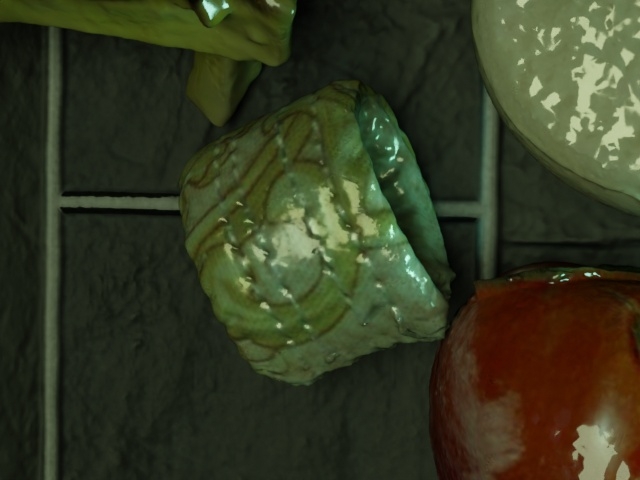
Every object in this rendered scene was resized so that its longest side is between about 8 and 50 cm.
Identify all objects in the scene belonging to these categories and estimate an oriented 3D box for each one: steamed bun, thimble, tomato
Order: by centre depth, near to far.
[{"bbox_3d":[0.238,-0.148,1.211,0.283,0.177,0.283,-2,85,21],"label":"steamed bun"},{"bbox_3d":[0.190,0.152,1.241,0.309,0.170,0.309,0,91,19],"label":"tomato"},{"bbox_3d":[0.000,0.000,1.312,0.143,0.137,0.191,-25,78,18],"label":"thimble"}]

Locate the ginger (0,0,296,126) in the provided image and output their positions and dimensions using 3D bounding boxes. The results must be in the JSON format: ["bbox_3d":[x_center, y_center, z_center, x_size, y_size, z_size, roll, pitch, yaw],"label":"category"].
[{"bbox_3d":[-0.153,-0.280,1.347,0.358,0.211,0.414,-22,76,31],"label":"ginger"}]
